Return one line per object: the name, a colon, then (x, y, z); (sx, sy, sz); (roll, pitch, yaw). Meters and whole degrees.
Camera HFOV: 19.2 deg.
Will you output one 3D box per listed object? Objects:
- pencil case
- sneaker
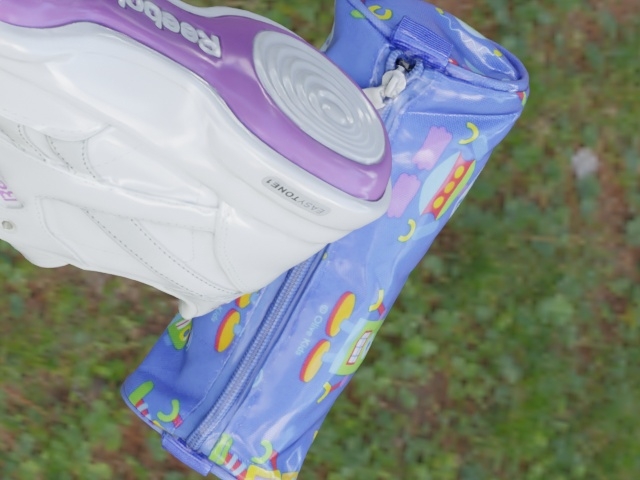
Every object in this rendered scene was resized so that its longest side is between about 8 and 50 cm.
pencil case: (0.000, 0.000, 1.078); (0.306, 0.119, 0.133); (-60, 169, 14)
sneaker: (-0.121, -0.058, 0.737); (0.305, 0.152, 0.114); (33, 37, -26)
